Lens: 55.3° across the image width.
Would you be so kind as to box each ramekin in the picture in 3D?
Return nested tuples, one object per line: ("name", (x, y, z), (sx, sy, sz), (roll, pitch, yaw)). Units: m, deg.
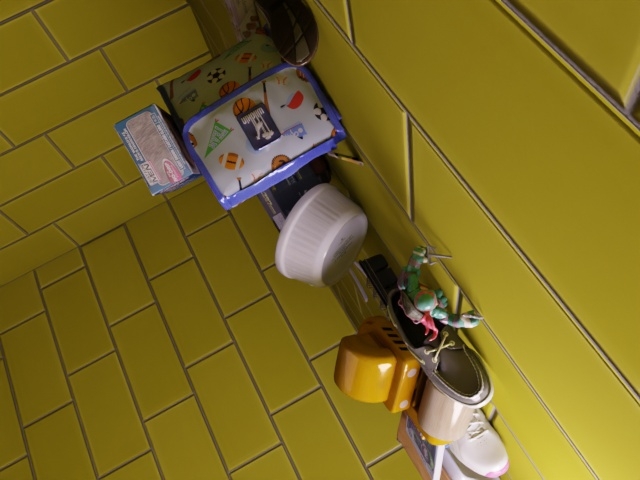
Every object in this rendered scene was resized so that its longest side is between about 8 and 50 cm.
("ramekin", (0.013, -0.003, 1.586), (0.127, 0.273, 0.273), (28, 159, 24))

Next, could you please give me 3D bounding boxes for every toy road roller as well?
("toy road roller", (0.179, 0.310, 1.399), (0.329, 0.241, 0.202), (49, 139, 49))

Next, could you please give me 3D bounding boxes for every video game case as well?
("video game case", (0.268, 0.494, 1.577), (0.173, 0.022, 0.190), (-120, 24, -52))

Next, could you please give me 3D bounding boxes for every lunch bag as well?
("lunch bag", (-0.159, -0.280, 1.415), (0.385, 0.328, 0.239), (58, 178, 37))

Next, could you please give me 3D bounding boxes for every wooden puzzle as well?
("wooden puzzle", (0.055, -0.183, 1.351), (0.116, 0.079, 0.014), (34, 108, 67))

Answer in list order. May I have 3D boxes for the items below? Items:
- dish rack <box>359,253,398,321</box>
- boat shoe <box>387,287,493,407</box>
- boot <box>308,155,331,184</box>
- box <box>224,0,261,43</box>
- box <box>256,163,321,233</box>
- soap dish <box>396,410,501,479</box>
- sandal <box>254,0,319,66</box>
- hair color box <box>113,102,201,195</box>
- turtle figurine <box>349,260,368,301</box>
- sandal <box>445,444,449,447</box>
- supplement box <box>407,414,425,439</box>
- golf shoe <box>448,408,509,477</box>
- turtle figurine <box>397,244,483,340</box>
("dish rack", (0.190, 0.160, 1.683), (0.208, 0.074, 0.271), (60, 174, 20))
("boat shoe", (0.234, 0.214, 1.257), (0.091, 0.109, 0.305), (46, -175, -46))
("boot", (-0.085, -0.313, 1.744), (0.264, 0.096, 0.280), (55, 171, 49))
("box", (-0.206, -0.601, 1.587), (0.067, 0.063, 0.324), (58, 173, 21))
("box", (-0.093, -0.155, 1.624), (0.059, 0.183, 0.232), (-26, 96, 44))
("soap dish", (0.361, 0.624, 1.734), (0.229, 0.118, 0.291), (26, -163, -34))
("sandal", (-0.066, -0.417, 1.152), (0.219, 0.090, 0.060), (58, -170, 20))
("hair color box", (-0.372, -0.211, 1.467), (0.173, 0.105, 0.347), (62, 178, -9))
("turtle figurine", (0.058, 0.012, 1.830), (0.198, 0.275, 0.266), (-27, -57, -59))
("sandal", (0.352, 0.506, 1.602), (0.126, 0.138, 0.317), (66, 171, -22))
("supplement box", (0.254, 0.431, 1.475), (0.055, 0.043, 0.083), (-67, 30, 23))
("golf shoe", (0.338, 0.423, 1.468), (0.306, 0.115, 0.140), (53, 166, 50))
("turtle figurine", (0.201, 0.099, 1.137), (0.175, 0.118, 0.234), (61, 180, 3))
